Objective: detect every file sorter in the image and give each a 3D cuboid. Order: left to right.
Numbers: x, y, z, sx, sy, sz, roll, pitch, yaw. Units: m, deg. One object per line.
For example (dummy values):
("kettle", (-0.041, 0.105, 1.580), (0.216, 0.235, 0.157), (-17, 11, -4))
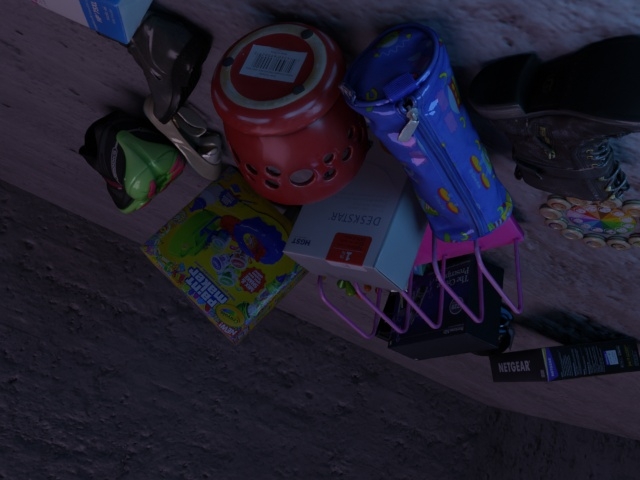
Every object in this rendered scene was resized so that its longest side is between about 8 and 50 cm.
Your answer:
("file sorter", (0.168, 0.039, 0.935), (0.290, 0.182, 0.202), (-16, 138, 33))

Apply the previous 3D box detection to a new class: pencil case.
("pencil case", (0.142, -0.115, 0.690), (0.119, 0.133, 0.306), (-24, 135, 19))

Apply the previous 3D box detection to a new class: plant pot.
("plant pot", (-0.042, -0.166, 0.728), (0.191, 0.191, 0.174), (16, 161, 20))

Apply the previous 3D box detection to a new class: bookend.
("bookend", (0.251, 0.234, 1.701), (0.072, 0.157, 0.156), (26, 165, -13))

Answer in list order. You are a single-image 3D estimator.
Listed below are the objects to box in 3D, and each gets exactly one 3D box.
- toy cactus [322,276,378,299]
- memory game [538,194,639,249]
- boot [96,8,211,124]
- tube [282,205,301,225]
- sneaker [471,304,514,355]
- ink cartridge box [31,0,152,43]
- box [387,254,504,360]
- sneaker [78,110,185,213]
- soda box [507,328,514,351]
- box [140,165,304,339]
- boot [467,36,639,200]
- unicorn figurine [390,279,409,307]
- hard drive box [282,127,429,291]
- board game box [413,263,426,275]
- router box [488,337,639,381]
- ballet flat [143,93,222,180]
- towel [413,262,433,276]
("toy cactus", (0.080, 0.077, 1.574), (0.219, 0.112, 0.180), (22, 146, 10))
("memory game", (0.434, -0.028, 0.861), (0.186, 0.012, 0.186), (21, 165, 6))
("boot", (-0.270, -0.289, 0.869), (0.161, 0.083, 0.246), (33, 156, -13))
("tube", (0.000, 0.000, 1.426), (0.240, 0.062, 0.070), (37, 177, -35))
("sneaker", (0.457, 0.241, 1.508), (0.139, 0.125, 0.341), (5, 158, 41))
("ink cartridge box", (-0.295, -0.335, 0.611), (0.231, 0.134, 0.078), (23, 165, -5))
("box", (0.281, 0.161, 1.269), (0.103, 0.184, 0.261), (23, 153, -24))
("sneaker", (-0.434, -0.190, 1.276), (0.202, 0.185, 0.483), (50, 159, -12))
("soda box", (0.497, 0.283, 1.713), (0.183, 0.058, 0.063), (13, 162, 27))
("box", (-0.204, 0.041, 1.302), (0.290, 0.279, 0.177), (43, 165, 5))
("boot", (0.311, -0.114, 0.629), (0.263, 0.091, 0.229), (20, 168, 48))
("unicorn figurine", (0.164, 0.074, 1.255), (0.111, 0.162, 0.060), (10, 121, 29))
("hard drive box", (0.073, -0.055, 0.856), (0.181, 0.232, 0.089), (8, 159, 40))
("board game box", (0.116, 0.003, 1.170), (0.210, 0.047, 0.160), (13, 160, 19))
("router box", (0.613, 0.313, 1.433), (0.243, 0.081, 0.309), (-4, 166, -7))
("ballet flat", (-0.247, -0.202, 1.106), (0.086, 0.086, 0.248), (12, 160, 32))
("towel", (0.222, 0.086, 1.455), (0.187, 0.049, 0.282), (11, 160, 33))
